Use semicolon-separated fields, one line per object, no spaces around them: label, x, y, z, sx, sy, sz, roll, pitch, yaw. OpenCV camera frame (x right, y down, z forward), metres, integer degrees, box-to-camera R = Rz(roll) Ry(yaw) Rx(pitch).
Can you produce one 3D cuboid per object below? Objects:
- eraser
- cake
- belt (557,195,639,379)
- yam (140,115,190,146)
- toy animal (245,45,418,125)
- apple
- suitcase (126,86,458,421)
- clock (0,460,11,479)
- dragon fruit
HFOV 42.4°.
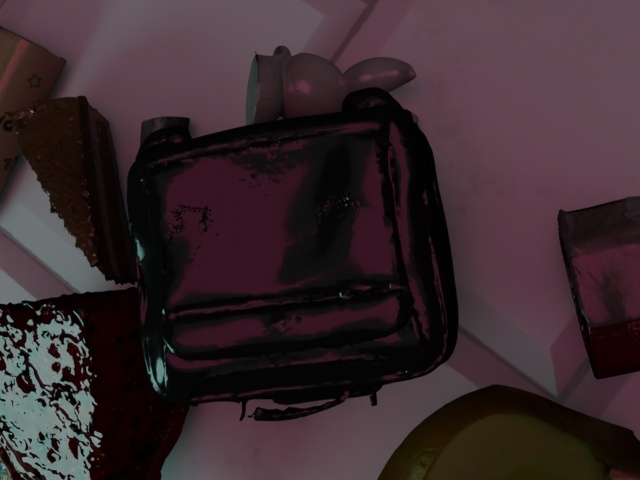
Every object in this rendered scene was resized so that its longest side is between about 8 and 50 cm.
eraser;-0.514;-0.175;1.213;0.171;0.087;0.291;27;91;18
cake;-0.313;-0.074;1.126;0.112;0.116;0.295;-30;71;10
belt;0.352;0.050;0.950;0.124;0.128;0.201;-13;85;12
yam;-0.219;-0.089;1.139;0.068;0.068;0.169;1;84;14
toy animal;0.014;-0.196;1.084;0.220;0.131;0.104;-1;113;-10
apple;0.217;0.332;0.830;0.374;0.384;0.374;-1;93;-19
suitcase;-0.028;0.025;0.928;0.345;0.188;0.340;-9;87;12
clock;-0.447;0.310;1.143;0.193;0.100;0.196;4;88;10
dragon fruit;-0.300;0.221;1.100;0.286;0.228;0.329;-8;96;30
